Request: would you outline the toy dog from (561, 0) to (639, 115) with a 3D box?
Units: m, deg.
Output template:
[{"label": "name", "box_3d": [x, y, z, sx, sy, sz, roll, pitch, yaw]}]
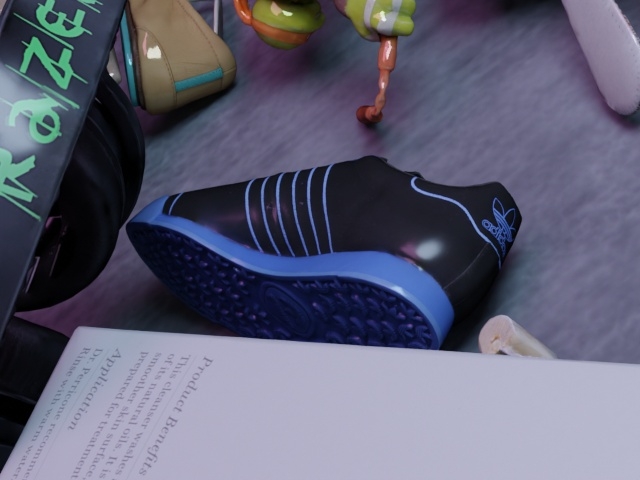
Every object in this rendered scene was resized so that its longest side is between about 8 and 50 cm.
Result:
[{"label": "toy dog", "box_3d": [0.203, -0.162, 0.890, 0.220, 0.161, 0.334, -49, 25, -4]}]

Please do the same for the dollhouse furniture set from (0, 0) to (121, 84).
[{"label": "dollhouse furniture set", "box_3d": [-0.252, -0.087, 1.080, 0.259, 0.262, 0.135, -29, 38, 3]}]

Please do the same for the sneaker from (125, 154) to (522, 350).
[{"label": "sneaker", "box_3d": [0.000, 0.000, 0.942, 0.232, 0.081, 0.090, 12, 50, 44]}]

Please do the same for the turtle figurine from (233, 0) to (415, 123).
[{"label": "turtle figurine", "box_3d": [-0.011, -0.199, 1.034, 0.269, 0.087, 0.217, -121, 39, -57]}]

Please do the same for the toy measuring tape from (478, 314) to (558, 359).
[{"label": "toy measuring tape", "box_3d": [0.197, 0.033, 0.724, 0.330, 0.121, 0.121, 11, 62, 56]}]

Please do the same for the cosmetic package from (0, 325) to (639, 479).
[{"label": "cosmetic package", "box_3d": [0.033, 0.164, 0.700, 0.385, 0.156, 0.217, 4, 58, 41]}]

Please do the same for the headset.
[{"label": "headset", "box_3d": [-0.197, 0.011, 0.907, 0.394, 0.185, 0.243, 120, 167, -55]}]

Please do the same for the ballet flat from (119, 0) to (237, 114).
[{"label": "ballet flat", "box_3d": [-0.104, -0.158, 1.182, 0.073, 0.080, 0.232, -13, 43, -8]}]
